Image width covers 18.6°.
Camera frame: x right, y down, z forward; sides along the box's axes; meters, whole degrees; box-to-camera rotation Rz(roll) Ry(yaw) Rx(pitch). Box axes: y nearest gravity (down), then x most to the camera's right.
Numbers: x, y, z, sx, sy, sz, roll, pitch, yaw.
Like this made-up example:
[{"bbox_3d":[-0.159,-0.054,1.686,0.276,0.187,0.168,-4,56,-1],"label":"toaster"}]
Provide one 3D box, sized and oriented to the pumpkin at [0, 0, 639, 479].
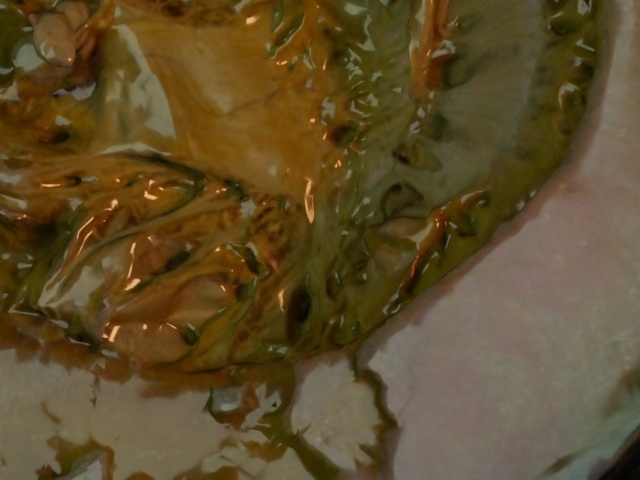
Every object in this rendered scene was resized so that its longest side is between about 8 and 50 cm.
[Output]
[{"bbox_3d":[0.000,0.000,0.599,0.293,0.197,0.263,-11,77,23],"label":"pumpkin"}]
